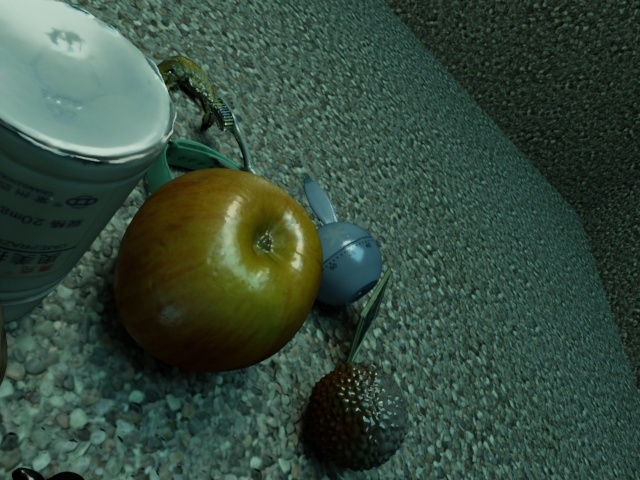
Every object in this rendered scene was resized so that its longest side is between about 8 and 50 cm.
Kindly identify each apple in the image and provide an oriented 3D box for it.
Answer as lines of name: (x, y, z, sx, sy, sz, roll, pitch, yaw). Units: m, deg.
apple: (-0.129, 0.039, 0.762, 0.286, 0.233, 0.286, 18, 60, -35)

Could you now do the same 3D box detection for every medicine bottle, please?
medicine bottle: (-0.307, -0.058, 0.566, 0.190, 0.332, 0.190, 27, 43, -29)

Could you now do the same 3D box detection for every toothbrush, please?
toothbrush: (-0.103, -0.084, 1.008, 0.042, 0.035, 0.413, -19, 76, -41)

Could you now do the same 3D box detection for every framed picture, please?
framed picture: (0.091, 0.148, 1.061, 0.011, 0.142, 0.183, 21, 31, 13)

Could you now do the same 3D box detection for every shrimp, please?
shrimp: (-0.257, -0.280, 1.077, 0.150, 0.051, 0.217, 52, 29, -17)

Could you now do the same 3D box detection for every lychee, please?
lychee: (0.058, 0.275, 0.891, 0.165, 0.197, 0.165, 2, 77, -10)

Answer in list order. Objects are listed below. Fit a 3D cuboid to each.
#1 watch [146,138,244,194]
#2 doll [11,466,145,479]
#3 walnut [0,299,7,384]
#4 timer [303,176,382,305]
watch: (-0.191, -0.077, 0.959, 0.237, 0.068, 0.195, 32, 38, -31)
doll: (-0.231, 0.293, 0.585, 0.219, 0.067, 0.091, 32, 36, -39)
walnut: (-0.380, 0.095, 0.426, 0.248, 0.248, 0.248, 32, 40, -31)
timer: (0.007, 0.018, 1.082, 0.175, 0.175, 0.255, 11, 23, -46)
